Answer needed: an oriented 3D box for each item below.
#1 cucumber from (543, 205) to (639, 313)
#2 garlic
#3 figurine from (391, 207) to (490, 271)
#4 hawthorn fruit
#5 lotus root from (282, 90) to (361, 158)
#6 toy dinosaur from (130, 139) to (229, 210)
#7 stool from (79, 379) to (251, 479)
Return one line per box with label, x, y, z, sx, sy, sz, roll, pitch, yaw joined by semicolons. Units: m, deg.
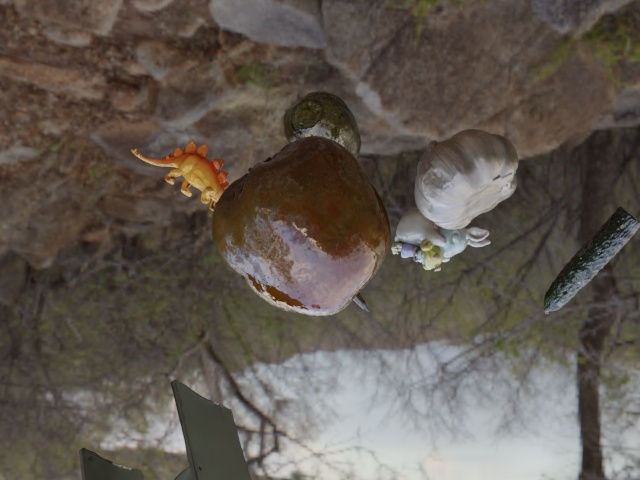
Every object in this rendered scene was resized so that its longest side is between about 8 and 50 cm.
cucumber;0.599;0.050;1.993;0.067;0.293;0.067;40;-171;-8
garlic;0.288;-0.132;1.799;0.228;0.152;0.227;-17;140;-15
figurine;0.326;0.003;2.401;0.236;0.155;0.127;17;141;26
hawthorn fruit;-0.012;-0.004;1.424;0.301;0.268;0.268;51;161;2
lotus root;0.011;-0.235;1.970;0.152;0.160;0.275;-29;164;8
toy dinosaur;-0.274;-0.157;1.945;0.288;0.117;0.070;33;173;10
stool;-0.268;0.439;1.566;0.244;0.269;0.170;-36;135;14
